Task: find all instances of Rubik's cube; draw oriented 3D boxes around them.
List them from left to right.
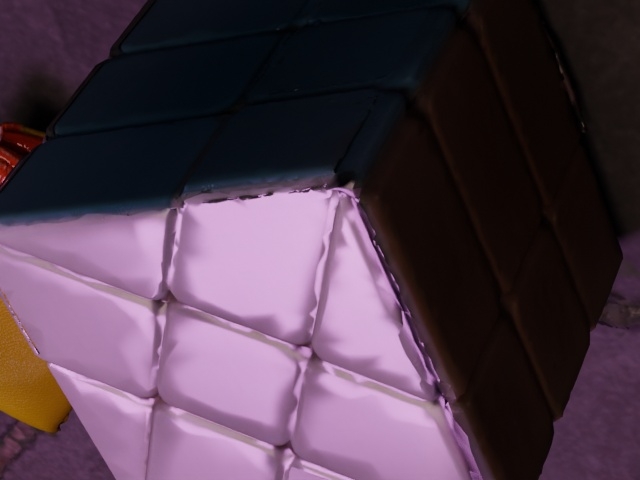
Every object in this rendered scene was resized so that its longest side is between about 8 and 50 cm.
[{"bbox_3d":[0.000,0.000,0.996,0.231,0.224,0.221,-5,126,30],"label":"Rubik's cube"}]

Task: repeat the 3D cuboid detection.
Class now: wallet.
[{"bbox_3d":[-0.183,0.031,1.212,0.141,0.067,0.241,25,138,-12],"label":"wallet"}]
